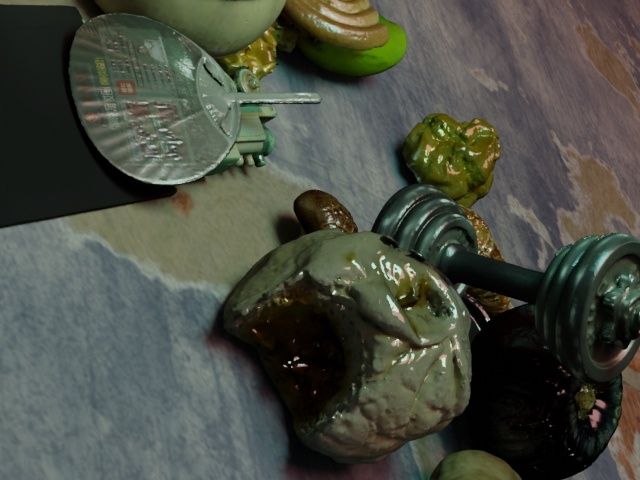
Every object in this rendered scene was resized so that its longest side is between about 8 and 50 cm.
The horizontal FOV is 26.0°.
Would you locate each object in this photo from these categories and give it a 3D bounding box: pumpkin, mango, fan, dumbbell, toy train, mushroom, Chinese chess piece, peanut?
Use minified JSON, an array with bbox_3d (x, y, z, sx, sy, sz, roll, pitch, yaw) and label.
[{"bbox_3d":[0.282,0.194,1.769,0.233,0.163,0.233,-5,97,-43],"label":"pumpkin"},{"bbox_3d":[0.042,-0.301,2.028,0.233,0.111,0.125,-8,74,-52],"label":"mango"},{"bbox_3d":[-0.148,-0.140,1.542,0.294,0.012,0.223,23,51,-14],"label":"fan"},{"bbox_3d":[0.220,0.046,1.648,0.179,0.406,0.179,-21,119,-45],"label":"dumbbell"},{"bbox_3d":[-0.121,-0.139,1.650,0.194,0.080,0.125,-10,76,-58],"label":"toy train"},{"bbox_3d":[0.007,-0.003,1.685,0.109,0.085,0.126,-16,81,-61],"label":"mushroom"},{"bbox_3d":[-0.164,-0.348,1.688,0.270,0.112,0.270,18,47,-20],"label":"Chinese chess piece"},{"bbox_3d":[0.169,0.318,1.553,0.129,0.129,0.224,50,19,-9],"label":"peanut"}]

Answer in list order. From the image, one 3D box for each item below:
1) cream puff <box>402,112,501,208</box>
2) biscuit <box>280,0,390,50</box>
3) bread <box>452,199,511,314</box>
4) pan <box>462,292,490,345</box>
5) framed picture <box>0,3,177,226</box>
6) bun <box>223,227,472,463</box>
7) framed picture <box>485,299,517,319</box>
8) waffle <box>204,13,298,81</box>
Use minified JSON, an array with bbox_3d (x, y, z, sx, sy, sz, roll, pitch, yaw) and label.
[{"bbox_3d":[0.202,-0.124,2.056,0.156,0.156,0.121,47,-2,-14],"label":"cream puff"},{"bbox_3d":[-0.010,-0.346,1.912,0.144,0.033,0.224,-20,65,-41],"label":"biscuit"},{"bbox_3d":[0.202,0.007,1.940,0.233,0.076,0.105,48,31,-12],"label":"bread"},{"bbox_3d":[0.140,0.097,1.819,0.235,0.028,0.136,38,48,-18],"label":"pan"},{"bbox_3d":[-0.305,-0.138,1.433,0.255,0.014,0.338,60,29,8],"label":"framed picture"},{"bbox_3d":[0.052,0.100,1.520,0.281,0.205,0.281,39,31,-29],"label":"bun"},{"bbox_3d":[0.229,0.118,1.956,0.315,0.024,0.232,53,29,-2],"label":"framed picture"},{"bbox_3d":[-0.120,-0.298,1.837,0.249,0.056,0.253,29,36,-36],"label":"waffle"}]
